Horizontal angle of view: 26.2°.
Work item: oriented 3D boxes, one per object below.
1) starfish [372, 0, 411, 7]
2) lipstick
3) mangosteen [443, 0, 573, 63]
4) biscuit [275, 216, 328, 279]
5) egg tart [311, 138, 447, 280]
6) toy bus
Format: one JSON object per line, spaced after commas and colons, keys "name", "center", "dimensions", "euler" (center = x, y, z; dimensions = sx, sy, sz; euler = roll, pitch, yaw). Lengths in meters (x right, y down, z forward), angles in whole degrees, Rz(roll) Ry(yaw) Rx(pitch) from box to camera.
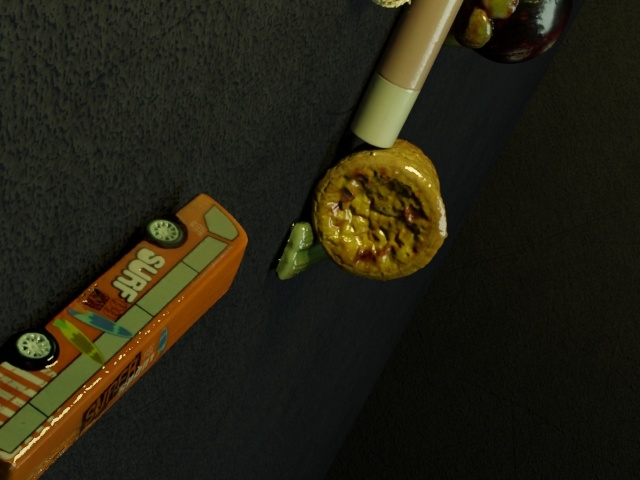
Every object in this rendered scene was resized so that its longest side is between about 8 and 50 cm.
{"name": "starfish", "center": [0.126, -0.370, 1.650], "dimensions": [0.216, 0.071, 0.238], "euler": [-55, 176, 4]}
{"name": "lipstick", "center": [0.122, -0.253, 1.907], "dimensions": [0.254, 0.070, 0.070], "euler": [-65, 168, 24]}
{"name": "mangosteen", "center": [0.268, -0.356, 2.001], "dimensions": [0.210, 0.210, 0.210], "euler": [-56, 169, -17]}
{"name": "biscuit", "center": [0.000, 0.000, 2.122], "dimensions": [0.099, 0.038, 0.322], "euler": [-65, 168, 13]}
{"name": "egg tart", "center": [0.097, -0.058, 2.010], "dimensions": [0.147, 0.202, 0.202], "euler": [-61, 175, -59]}
{"name": "toy bus", "center": [-0.204, 0.091, 1.296], "dimensions": [0.409, 0.092, 0.093], "euler": [-46, 165, -46]}
